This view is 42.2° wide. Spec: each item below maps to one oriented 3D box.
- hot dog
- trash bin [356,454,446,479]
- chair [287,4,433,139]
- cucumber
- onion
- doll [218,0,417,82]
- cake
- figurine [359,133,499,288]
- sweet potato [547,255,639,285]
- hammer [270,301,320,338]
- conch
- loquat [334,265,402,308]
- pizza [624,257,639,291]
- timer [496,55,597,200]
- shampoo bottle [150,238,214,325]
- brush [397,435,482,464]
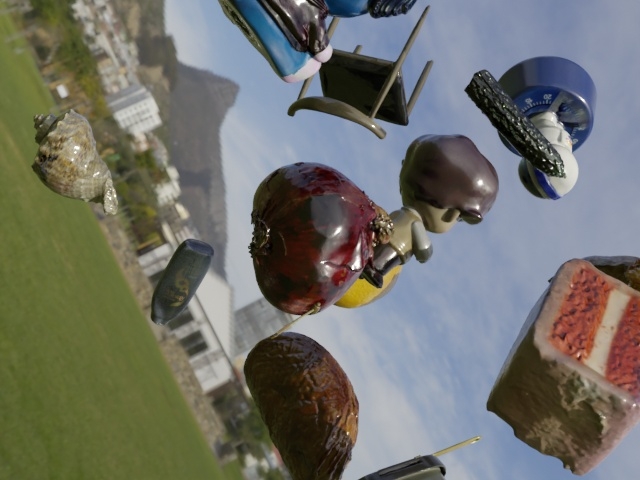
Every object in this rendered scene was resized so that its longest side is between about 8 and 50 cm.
[{"bbox_3d":[-0.038,0.386,1.888,0.387,0.174,0.267,58,-40,35],"label":"hot dog"},{"bbox_3d":[0.179,0.554,1.525,0.250,0.220,0.219,-130,-146,-50],"label":"trash bin"},{"bbox_3d":[0.077,-0.284,1.493,0.188,0.272,0.166,18,-25,20],"label":"chair"},{"bbox_3d":[0.428,-0.243,1.798,0.300,0.072,0.072,49,-12,4],"label":"cucumber"},{"bbox_3d":[-0.018,-0.001,1.474,0.221,0.281,0.281,-26,-90,59],"label":"onion"},{"bbox_3d":[0.002,-0.409,1.188,0.284,0.310,0.240,51,0,5],"label":"doll"},{"bbox_3d":[0.462,0.218,1.475,0.237,0.309,0.230,30,-50,13],"label":"cake"},{"bbox_3d":[0.219,-0.049,1.691,0.206,0.365,0.218,34,-5,-21],"label":"figurine"},{"bbox_3d":[0.799,0.110,2.269,0.370,0.158,0.158,9,-45,30],"label":"sweet potato"},{"bbox_3d":[-0.040,0.129,1.324,0.014,0.123,0.029,44,-51,14],"label":"hammer"},{"bbox_3d":[-0.412,-0.132,1.412,0.207,0.130,0.155,47,5,-14],"label":"conch"},{"bbox_3d":[0.084,0.053,2.295,0.275,0.275,0.275,59,-11,20],"label":"loquat"},{"bbox_3d":[0.620,0.053,1.512,0.175,0.134,0.046,-107,175,-81],"label":"pizza"},{"bbox_3d":[0.560,-0.252,2.073,0.383,0.270,0.270,-76,157,-45],"label":"timer"},{"bbox_3d":[-0.319,0.097,1.869,0.233,0.087,0.049,-56,-153,29],"label":"shampoo bottle"},{"bbox_3d":[0.248,0.449,1.742,0.083,0.205,0.011,90,-23,-55],"label":"brush"}]
